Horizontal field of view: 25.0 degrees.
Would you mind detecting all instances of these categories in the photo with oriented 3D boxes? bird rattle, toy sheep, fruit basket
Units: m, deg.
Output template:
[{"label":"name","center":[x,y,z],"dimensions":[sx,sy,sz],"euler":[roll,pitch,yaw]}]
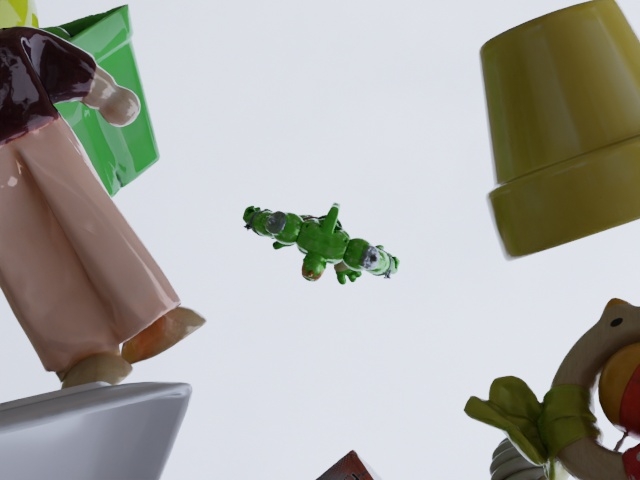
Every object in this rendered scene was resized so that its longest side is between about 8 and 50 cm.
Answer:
[{"label":"bird rattle","center":[0.245,0.144,1.133],"dimensions":[0.253,0.143,0.207],"euler":[19,-104,55]},{"label":"toy sheep","center":[0.219,0.244,1.518],"dimensions":[0.091,0.091,0.132],"euler":[-41,-141,35]},{"label":"fruit basket","center":[-0.364,-0.153,1.401],"dimensions":[0.283,0.392,0.392],"euler":[-9,-111,44]}]

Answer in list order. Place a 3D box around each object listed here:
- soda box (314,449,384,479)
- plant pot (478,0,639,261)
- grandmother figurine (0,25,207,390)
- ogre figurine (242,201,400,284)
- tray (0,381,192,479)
[{"label":"soda box","center":[0.049,0.189,0.761],"dimensions":[0.063,0.183,0.058],"euler":[-40,-142,1]},{"label":"plant pot","center":[0.286,-0.126,1.584],"dimensions":[0.254,0.254,0.239],"euler":[-21,-93,47]},{"label":"grandmother figurine","center":[-0.204,-0.067,0.958],"dimensions":[0.104,0.208,0.342],"euler":[-26,-83,42]},{"label":"ogre figurine","center":[0.000,0.000,1.760],"dimensions":[0.097,0.197,0.118],"euler":[-51,179,-2]},{"label":"tray","center":[-0.195,0.118,0.619],"dimensions":[0.030,0.270,0.145],"euler":[63,-30,28]}]
